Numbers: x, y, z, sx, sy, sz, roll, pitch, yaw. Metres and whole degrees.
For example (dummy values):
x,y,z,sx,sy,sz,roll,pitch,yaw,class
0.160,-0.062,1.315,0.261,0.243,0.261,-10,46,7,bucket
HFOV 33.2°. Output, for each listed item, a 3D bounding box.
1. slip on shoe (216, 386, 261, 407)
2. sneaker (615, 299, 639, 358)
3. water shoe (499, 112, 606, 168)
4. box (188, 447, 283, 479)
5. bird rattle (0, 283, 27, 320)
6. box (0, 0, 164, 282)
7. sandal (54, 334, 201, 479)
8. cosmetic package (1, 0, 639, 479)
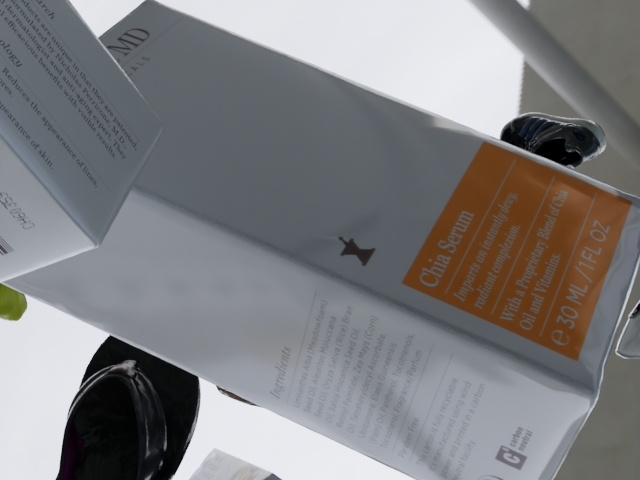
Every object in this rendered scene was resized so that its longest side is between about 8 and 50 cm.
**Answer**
x,y,z,sx,sy,sz,roll,pitch,yaw,class
-0.063,0.185,1.324,0.041,0.135,0.051,-143,-108,-71,slip on shoe
0.474,0.182,1.186,0.330,0.122,0.146,41,-78,11,sneaker
0.327,-0.145,1.600,0.080,0.073,0.203,-35,-160,-28,water shoe
-0.098,0.323,1.379,0.063,0.067,0.324,-51,-170,-16,box
-0.376,-0.035,1.222,0.143,0.207,0.253,-38,-101,29,bird rattle
-0.225,-0.072,0.628,0.181,0.182,0.119,-18,-146,29,box
-0.264,0.278,1.349,0.168,0.107,0.445,9,-126,7,sandal
0.000,0.000,0.829,0.230,0.453,0.161,-56,165,-46,cosmetic package
